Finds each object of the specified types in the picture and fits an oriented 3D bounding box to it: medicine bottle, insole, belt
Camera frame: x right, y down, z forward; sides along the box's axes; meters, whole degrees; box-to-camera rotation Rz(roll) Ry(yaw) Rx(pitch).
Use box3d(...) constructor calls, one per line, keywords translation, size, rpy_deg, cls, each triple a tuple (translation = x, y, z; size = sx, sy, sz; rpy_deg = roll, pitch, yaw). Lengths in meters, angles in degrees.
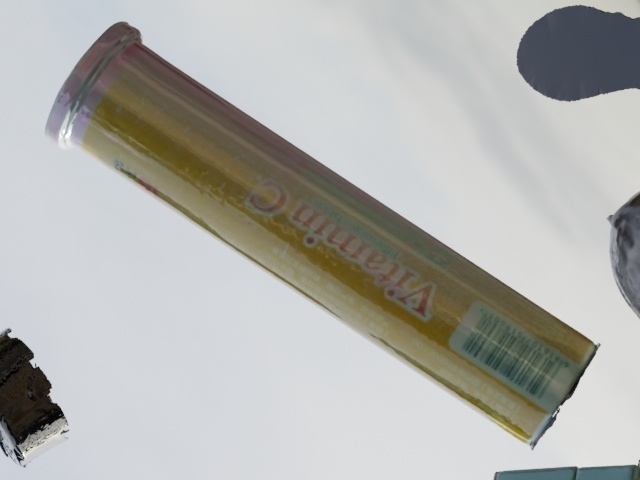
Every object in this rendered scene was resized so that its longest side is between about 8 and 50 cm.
box3d(translation=(0.000, 0.000, 1.386), size=(0.426, 0.108, 0.108), rpy_deg=(34, -169, 6), cls="medicine bottle")
box3d(translation=(0.312, -0.202, 2.027), size=(0.007, 0.109, 0.322), rpy_deg=(9, 178, -34), cls="insole")
box3d(translation=(-0.252, 0.130, 1.540), size=(0.105, 0.058, 0.140), rpy_deg=(55, 165, 16), cls="belt")

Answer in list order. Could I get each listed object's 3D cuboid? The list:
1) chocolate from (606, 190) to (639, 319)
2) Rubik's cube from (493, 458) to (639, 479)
box3d(translation=(0.274, 0.071, 1.272), size=(0.248, 0.110, 0.110), rpy_deg=(64, -164, 11), cls="chocolate")
box3d(translation=(0.319, 0.379, 2.057), size=(0.221, 0.225, 0.231), rpy_deg=(27, 157, -33), cls="Rubik's cube")
